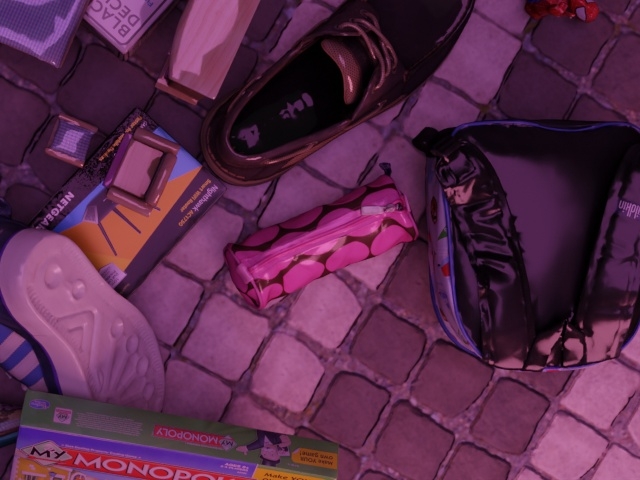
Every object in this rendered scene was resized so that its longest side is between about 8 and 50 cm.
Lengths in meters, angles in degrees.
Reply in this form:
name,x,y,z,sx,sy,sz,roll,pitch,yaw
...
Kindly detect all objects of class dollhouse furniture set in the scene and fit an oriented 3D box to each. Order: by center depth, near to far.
name,x,y,z,sx,sy,sz,roll,pitch,yaw
dollhouse furniture set,-0.237,-0.211,1.227,0.303,0.198,0.286,24,89,-10

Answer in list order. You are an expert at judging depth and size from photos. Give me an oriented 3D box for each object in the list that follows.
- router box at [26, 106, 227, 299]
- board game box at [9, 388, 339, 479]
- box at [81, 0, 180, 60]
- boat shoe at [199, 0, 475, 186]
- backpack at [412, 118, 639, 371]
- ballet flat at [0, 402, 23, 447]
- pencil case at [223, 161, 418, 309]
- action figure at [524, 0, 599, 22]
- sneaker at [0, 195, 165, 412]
name,x,y,z,sx,sy,sz,roll,pitch,yaw
router box,-0.209,-0.035,1.409,0.133,0.046,0.179,42,87,-10
board game box,-0.162,0.253,1.366,0.317,0.213,0.046,11,51,-10
box,-0.172,-0.350,1.375,0.169,0.087,0.290,43,86,-10
boat shoe,0.031,-0.177,1.398,0.355,0.130,0.132,-41,99,-5
backpack,0.227,0.008,1.405,0.277,0.213,0.263,0,86,-3
ballet flat,-0.403,0.211,1.386,0.222,0.077,0.079,-26,78,-7
pencil case,0.000,0.000,1.421,0.209,0.098,0.095,-26,98,-6
action figure,0.202,-0.324,1.419,0.280,0.139,0.091,33,89,-12
sneaker,-0.320,0.091,1.375,0.130,0.236,0.322,-61,144,-33
